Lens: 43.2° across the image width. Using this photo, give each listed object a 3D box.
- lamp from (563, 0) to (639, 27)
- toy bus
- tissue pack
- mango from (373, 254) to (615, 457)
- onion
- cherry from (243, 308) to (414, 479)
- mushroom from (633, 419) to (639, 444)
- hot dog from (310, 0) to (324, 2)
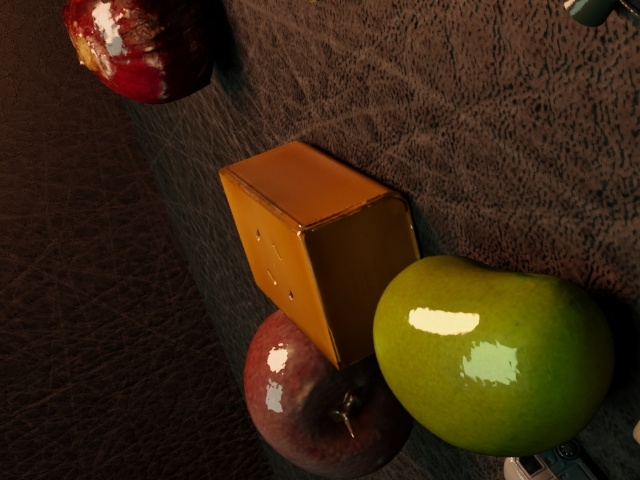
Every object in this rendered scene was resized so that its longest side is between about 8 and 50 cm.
[{"bbox_3d":[0.191,-0.118,0.472,0.121,0.041,0.054,65,155,14],"label":"lamp"},{"bbox_3d":[0.231,0.244,0.789,0.123,0.075,0.060,53,160,34],"label":"toy bus"},{"bbox_3d":[0.000,0.000,1.032,0.274,0.145,0.194,37,150,56],"label":"tissue pack"},{"bbox_3d":[0.148,0.108,0.729,0.273,0.149,0.185,13,125,63],"label":"mango"},{"bbox_3d":[-0.260,-0.315,1.267,0.207,0.216,0.206,14,131,59],"label":"onion"},{"bbox_3d":[0.007,0.202,1.160,0.261,0.221,0.307,50,-172,-17],"label":"cherry"},{"bbox_3d":[0.316,0.225,0.476,0.351,0.097,0.109,50,158,47],"label":"mushroom"},{"bbox_3d":[-0.015,-0.317,0.747,0.084,0.073,0.242,54,161,19],"label":"hot dog"}]
